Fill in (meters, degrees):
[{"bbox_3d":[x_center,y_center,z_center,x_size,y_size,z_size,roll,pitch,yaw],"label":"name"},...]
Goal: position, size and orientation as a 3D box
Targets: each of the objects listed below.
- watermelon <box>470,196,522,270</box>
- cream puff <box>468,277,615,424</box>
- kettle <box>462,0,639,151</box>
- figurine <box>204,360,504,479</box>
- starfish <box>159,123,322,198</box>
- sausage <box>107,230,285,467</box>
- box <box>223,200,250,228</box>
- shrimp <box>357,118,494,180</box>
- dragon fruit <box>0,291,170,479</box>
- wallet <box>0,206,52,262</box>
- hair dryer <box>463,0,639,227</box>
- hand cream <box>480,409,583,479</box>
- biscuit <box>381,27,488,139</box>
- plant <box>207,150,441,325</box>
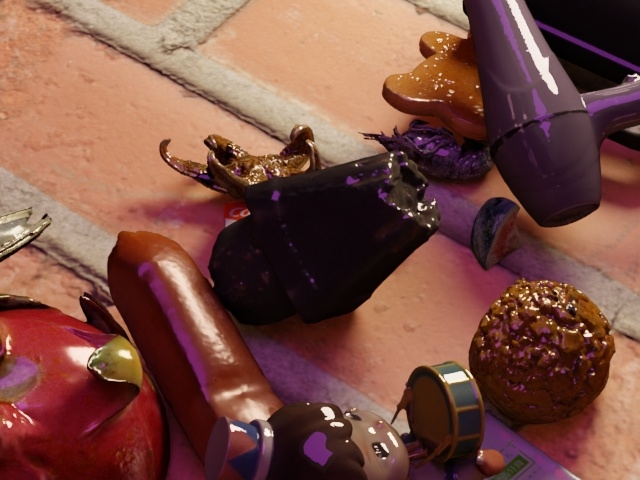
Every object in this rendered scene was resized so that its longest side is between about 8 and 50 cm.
[{"bbox_3d":[0.205,-0.012,1.848,0.061,0.085,0.085,21,45,-24],"label":"watermelon"},{"bbox_3d":[0.227,0.108,1.703,0.150,0.115,0.165,-6,51,-4],"label":"cream puff"},{"bbox_3d":[0.336,-0.279,1.948,0.308,0.203,0.262,31,41,17],"label":"kettle"},{"bbox_3d":[0.028,0.206,1.570,0.275,0.158,0.161,-12,31,-28],"label":"figurine"},{"bbox_3d":[-0.091,-0.089,1.898,0.190,0.074,0.146,-3,22,2],"label":"starfish"},{"bbox_3d":[-0.121,0.133,1.710,0.097,0.094,0.348,-12,58,-36],"label":"sausage"},{"bbox_3d":[-0.001,-0.020,1.877,0.218,0.039,0.055,-3,51,1],"label":"box"},{"bbox_3d":[0.123,-0.110,1.935,0.165,0.056,0.065,21,69,8],"label":"shrimp"},{"bbox_3d":[-0.297,0.170,1.620,0.305,0.225,0.305,-4,49,4],"label":"dragon fruit"},{"bbox_3d":[-0.424,0.062,1.673,0.077,0.223,0.309,54,33,-4],"label":"wallet"},{"bbox_3d":[0.344,-0.201,1.835,0.361,0.121,0.301,-18,75,5],"label":"hair dryer"},{"bbox_3d":[0.233,0.260,1.629,0.079,0.050,0.275,-15,40,-45],"label":"hand cream"},{"bbox_3d":[0.186,-0.199,1.993,0.165,0.036,0.250,25,41,14],"label":"biscuit"},{"bbox_3d":[0.000,0.000,1.765,0.256,0.142,0.164,-25,86,21],"label":"plant"}]
